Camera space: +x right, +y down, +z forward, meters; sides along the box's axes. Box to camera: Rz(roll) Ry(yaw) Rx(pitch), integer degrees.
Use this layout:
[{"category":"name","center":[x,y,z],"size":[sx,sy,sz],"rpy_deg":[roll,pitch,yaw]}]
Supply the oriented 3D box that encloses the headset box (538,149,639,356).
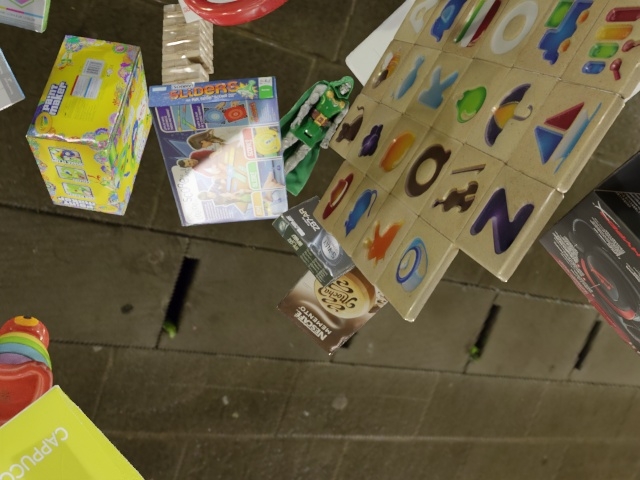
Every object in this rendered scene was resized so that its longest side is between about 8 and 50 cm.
[{"category":"headset box","center":[0.339,0.031,0.730],"size":[0.110,0.218,0.293],"rpy_deg":[-39,168,-1]}]

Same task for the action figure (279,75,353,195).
[{"category":"action figure","center":[-0.021,-0.197,1.336],"size":[0.137,0.063,0.232],"rpy_deg":[32,104,-30]}]

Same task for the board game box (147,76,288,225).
[{"category":"board game box","center":[-0.111,-0.096,0.873],"size":[0.136,0.035,0.201],"rpy_deg":[-5,143,-2]}]

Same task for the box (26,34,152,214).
[{"category":"box","center":[-0.520,-0.261,1.753],"size":[0.176,0.290,0.279],"rpy_deg":[9,150,-1]}]

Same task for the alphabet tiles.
[{"category":"alphabet tiles","center":[0.098,-0.105,0.550],"size":[0.011,0.342,0.285],"rpy_deg":[27,100,-23]}]

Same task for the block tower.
[{"category":"block tower","center":[-0.293,-0.368,1.678],"size":[0.090,0.097,0.336],"rpy_deg":[-5,75,9]}]

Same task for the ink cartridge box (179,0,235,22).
[{"category":"ink cartridge box","center":[-0.182,-0.432,1.124],"size":[0.082,0.139,0.191],"rpy_deg":[-24,109,-19]}]

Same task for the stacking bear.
[{"category":"stacking bear","center":[-0.639,0.256,1.586],"size":[0.175,0.289,0.164],"rpy_deg":[7,109,-14]}]

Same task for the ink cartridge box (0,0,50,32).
[{"category":"ink cartridge box","center":[-0.588,-0.530,1.497],"size":[0.108,0.062,0.209],"rpy_deg":[11,108,-14]}]

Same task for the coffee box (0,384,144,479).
[{"category":"coffee box","center":[-0.360,0.432,0.818],"size":[0.338,0.337,0.334],"rpy_deg":[48,118,0]}]

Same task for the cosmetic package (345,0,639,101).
[{"category":"cosmetic package","center":[0.332,-0.316,1.423],"size":[0.393,0.329,0.327],"rpy_deg":[-40,160,17]}]

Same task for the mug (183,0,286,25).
[{"category":"mug","center":[-0.028,-0.215,0.428],"size":[0.169,0.113,0.150],"rpy_deg":[-11,117,17]}]

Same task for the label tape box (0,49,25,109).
[{"category":"label tape box","center":[-0.783,-0.313,1.427],"size":[0.347,0.115,0.249],"rpy_deg":[-35,130,-25]}]

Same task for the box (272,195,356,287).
[{"category":"box","center":[0.000,0.000,0.757],"size":[0.018,0.083,0.067],"rpy_deg":[-45,170,37]}]

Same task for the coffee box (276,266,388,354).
[{"category":"coffee box","center":[0.061,0.088,1.619],"size":[0.168,0.119,0.297],"rpy_deg":[40,128,0]}]
